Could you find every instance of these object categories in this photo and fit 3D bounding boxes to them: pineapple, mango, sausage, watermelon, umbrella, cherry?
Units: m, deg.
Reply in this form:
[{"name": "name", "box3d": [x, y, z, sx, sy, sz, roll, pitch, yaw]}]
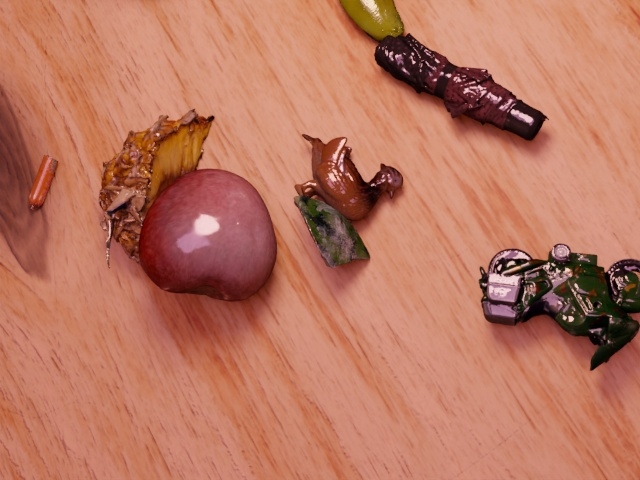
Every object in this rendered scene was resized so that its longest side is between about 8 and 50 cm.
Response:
[{"name": "pineapple", "box3d": [-0.334, -0.115, 1.618, 0.161, 0.158, 0.335, 20, 84, 17]}, {"name": "mango", "box3d": [0.090, -0.427, 1.629, 0.091, 0.074, 0.165, -39, 73, 1]}, {"name": "sausage", "box3d": [-0.532, -0.108, 1.730, 0.031, 0.031, 0.107, 14, 81, 16]}, {"name": "watermelon", "box3d": [0.005, -0.007, 1.524, 0.080, 0.101, 0.155, -12, 112, 31]}, {"name": "umbrella", "box3d": [0.238, -0.263, 1.551, 0.326, 0.094, 0.090, 32, 114, 18]}, {"name": "cherry", "box3d": [-0.185, -0.017, 1.532, 0.239, 0.206, 0.239, 0, 85, -4]}]

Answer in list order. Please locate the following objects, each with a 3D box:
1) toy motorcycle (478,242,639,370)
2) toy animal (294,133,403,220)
[{"name": "toy motorcycle", "box3d": [0.382, 0.105, 1.429, 0.274, 0.125, 0.187, 7, 70, 17]}, {"name": "toy animal", "box3d": [0.040, -0.122, 1.575, 0.179, 0.089, 0.188, -23, 74, 2]}]
